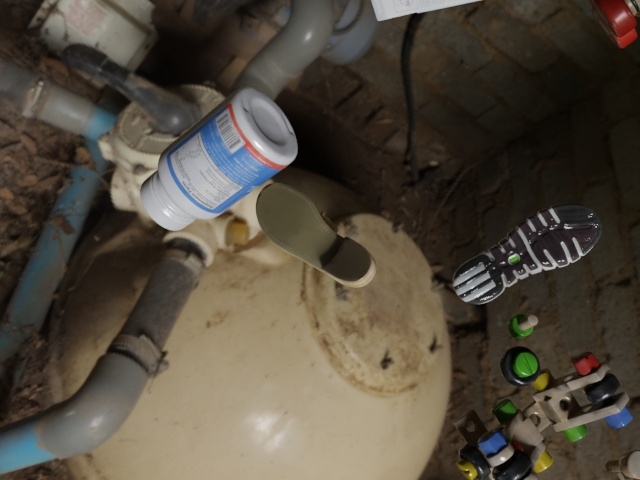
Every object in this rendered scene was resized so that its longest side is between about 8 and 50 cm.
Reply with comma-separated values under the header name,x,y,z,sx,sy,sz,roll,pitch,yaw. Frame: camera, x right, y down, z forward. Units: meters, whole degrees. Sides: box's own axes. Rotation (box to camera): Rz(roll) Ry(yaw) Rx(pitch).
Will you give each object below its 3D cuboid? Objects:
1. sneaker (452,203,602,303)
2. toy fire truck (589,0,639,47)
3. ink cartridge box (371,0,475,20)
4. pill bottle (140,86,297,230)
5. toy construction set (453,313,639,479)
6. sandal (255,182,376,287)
name,x,y,z,sx,sy,sz,roll,pitch,yaw
sneaker,0.361,0.019,1.358,0.162,0.281,0.107,19,46,-88
toy fire truck,0.537,-0.507,1.334,0.254,0.169,0.302,56,22,9
ink cartridge box,0.190,-0.510,1.323,0.066,0.232,0.189,-58,136,-43
pill bottle,-0.150,-0.107,1.048,0.124,0.221,0.124,38,34,-32
toy construction set,0.357,0.315,1.160,0.308,0.237,0.258,31,67,0
sandal,-0.004,0.005,1.119,0.240,0.088,0.079,37,-7,33
